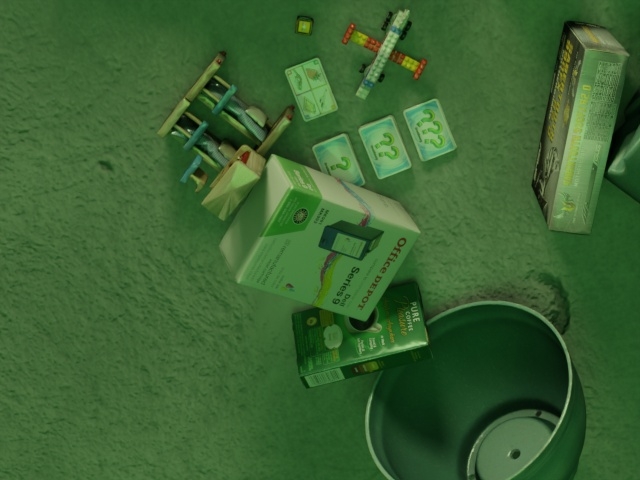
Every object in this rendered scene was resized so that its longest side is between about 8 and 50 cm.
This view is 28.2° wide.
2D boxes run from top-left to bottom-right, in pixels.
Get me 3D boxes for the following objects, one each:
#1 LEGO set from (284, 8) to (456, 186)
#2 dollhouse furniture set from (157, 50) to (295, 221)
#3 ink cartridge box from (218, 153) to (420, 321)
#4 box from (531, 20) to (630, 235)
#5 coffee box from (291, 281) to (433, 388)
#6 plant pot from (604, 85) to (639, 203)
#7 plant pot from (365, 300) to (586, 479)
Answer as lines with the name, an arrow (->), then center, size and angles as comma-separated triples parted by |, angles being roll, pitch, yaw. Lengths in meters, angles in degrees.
LEGO set -> 0.057, -0.193, 1.661 | 0.182, 0.060, 0.244 | -20, 107, 6
dollhouse furniture set -> -0.124, -0.138, 1.621 | 0.129, 0.184, 0.129 | 37, 107, -10
ink cartridge box -> 0.000, 0.000, 1.673 | 0.212, 0.093, 0.154 | 19, 113, -33
box -> 0.321, -0.144, 1.597 | 0.056, 0.183, 0.231 | 8, 111, 0
coffee box -> 0.056, 0.131, 1.747 | 0.184, 0.113, 0.040 | -16, 138, 7
plant pot -> 0.545, -0.100, 1.541 | 0.334, 0.341, 0.341 | 31, 109, 0
plant pot -> 0.234, 0.257, 1.716 | 0.293, 0.293, 0.196 | -29, 132, 13
